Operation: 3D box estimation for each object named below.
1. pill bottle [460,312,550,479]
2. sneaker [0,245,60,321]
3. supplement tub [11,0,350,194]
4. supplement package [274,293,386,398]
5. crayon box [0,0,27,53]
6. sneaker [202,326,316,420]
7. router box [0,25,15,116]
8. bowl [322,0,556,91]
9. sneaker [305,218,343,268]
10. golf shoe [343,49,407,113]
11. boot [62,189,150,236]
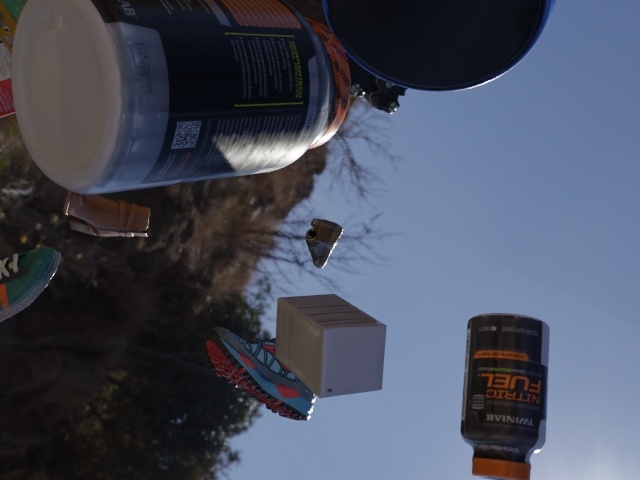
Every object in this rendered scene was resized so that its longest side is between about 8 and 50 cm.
[{"bbox_3d":[0.285,0.245,1.184,0.130,0.130,0.246,-23,-125,58],"label":"pill bottle"},{"bbox_3d":[-0.666,0.092,1.530,0.302,0.121,0.108,-34,-142,7],"label":"sneaker"},{"bbox_3d":[-0.125,-0.156,0.775,0.193,0.316,0.194,10,-75,41],"label":"supplement tub"},{"bbox_3d":[0.011,0.155,1.166,0.179,0.105,0.105,-153,-115,-63],"label":"supplement package"},{"bbox_3d":[-0.367,-0.354,1.153,0.203,0.322,0.083,72,35,-60],"label":"crayon box"},{"bbox_3d":[-0.104,0.220,1.398,0.104,0.262,0.125,-10,-135,46],"label":"sneaker"},{"bbox_3d":[-0.758,-0.401,1.798,0.335,0.301,0.082,52,-21,48],"label":"router box"},{"bbox_3d":[0.185,-0.401,1.244,0.391,0.391,0.077,-38,-151,48],"label":"bowl"},{"bbox_3d":[0.000,0.000,1.719,0.066,0.071,0.188,-59,178,-28],"label":"sneaker"},{"bbox_3d":[0.073,-0.370,1.701,0.120,0.272,0.105,36,-85,44],"label":"golf shoe"},{"bbox_3d":[-0.397,-0.062,1.435,0.197,0.152,0.073,117,-21,-69],"label":"boot"}]
